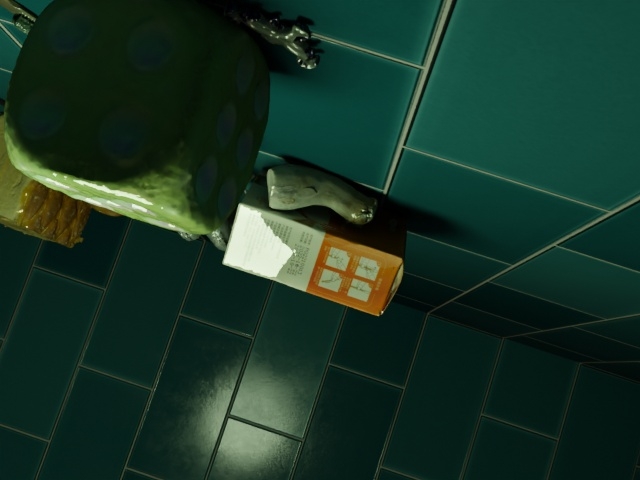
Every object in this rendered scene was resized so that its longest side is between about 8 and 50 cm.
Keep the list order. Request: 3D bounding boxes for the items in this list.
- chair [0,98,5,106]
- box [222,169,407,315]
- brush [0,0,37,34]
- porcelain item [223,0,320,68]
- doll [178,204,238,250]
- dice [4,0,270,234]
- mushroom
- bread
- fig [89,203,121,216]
[{"bbox_3d":[-0.858,-0.303,1.895,0.155,0.141,0.260,14,172,27],"label":"chair"},{"bbox_3d":[0.000,0.000,1.714,0.341,0.143,0.225,18,-156,0],"label":"box"},{"bbox_3d":[-0.449,-0.331,1.207,0.034,0.027,0.190,12,169,29],"label":"brush"},{"bbox_3d":[-0.039,-0.235,0.955,0.136,0.021,0.075,25,170,-38],"label":"porcelain item"},{"bbox_3d":[-0.260,-0.083,1.733,0.158,0.245,0.340,-21,176,3],"label":"doll"},{"bbox_3d":[-0.219,-0.159,1.060,0.250,0.251,0.254,17,174,13],"label":"dice"},{"bbox_3d":[0.004,-0.088,1.617,0.223,0.092,0.081,12,173,-19],"label":"mushroom"},{"bbox_3d":[-0.737,-0.150,2.201,0.207,0.279,0.279,18,174,18],"label":"bread"},{"bbox_3d":[-0.482,-0.183,1.807,0.191,0.190,0.290,9,154,49],"label":"fig"}]
